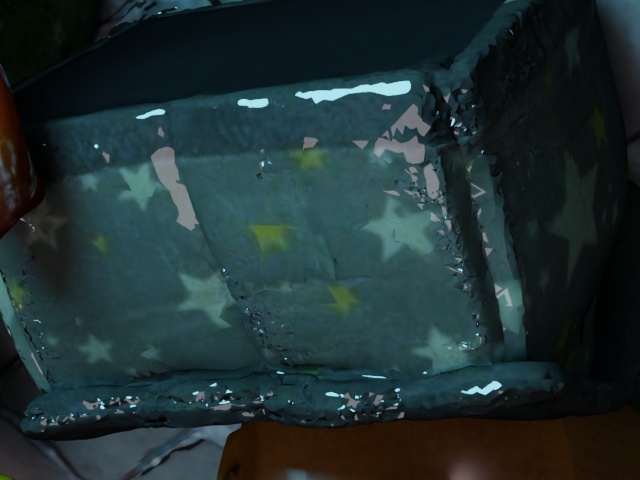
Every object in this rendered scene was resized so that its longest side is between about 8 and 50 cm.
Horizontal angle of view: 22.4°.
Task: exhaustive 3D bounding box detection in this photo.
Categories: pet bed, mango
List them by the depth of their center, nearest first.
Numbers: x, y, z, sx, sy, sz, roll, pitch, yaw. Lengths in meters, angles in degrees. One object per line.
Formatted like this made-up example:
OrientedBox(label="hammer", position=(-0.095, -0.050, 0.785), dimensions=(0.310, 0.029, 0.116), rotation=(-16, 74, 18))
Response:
OrientedBox(label="pet bed", position=(0.000, 0.000, 0.579), dimensions=(0.211, 0.183, 0.159), rotation=(-7, 111, 24))
OrientedBox(label="mango", position=(0.073, 0.150, 0.667), dimensions=(0.236, 0.166, 0.136), rotation=(-7, 164, 3))

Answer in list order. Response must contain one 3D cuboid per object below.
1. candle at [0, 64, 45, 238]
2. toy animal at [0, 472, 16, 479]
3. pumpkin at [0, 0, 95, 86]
OrientedBox(label="candle", position=(-0.175, -0.143, 0.476), dimensions=(0.051, 0.048, 0.329), rotation=(-30, 96, 0))
OrientedBox(label="toy animal", position=(-0.242, 0.076, 0.747), dimensions=(0.230, 0.156, 0.156), rotation=(31, 127, 2))
OrientedBox(label="pumpkin", position=(-0.247, -0.105, 0.601), dimensions=(0.263, 0.197, 0.293), rotation=(-16, 111, 32))
